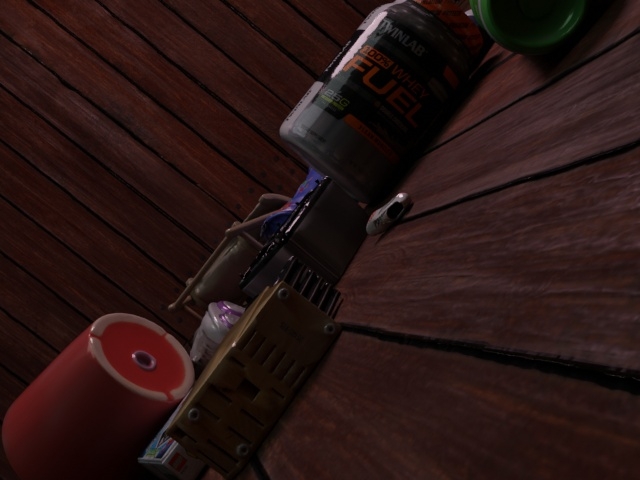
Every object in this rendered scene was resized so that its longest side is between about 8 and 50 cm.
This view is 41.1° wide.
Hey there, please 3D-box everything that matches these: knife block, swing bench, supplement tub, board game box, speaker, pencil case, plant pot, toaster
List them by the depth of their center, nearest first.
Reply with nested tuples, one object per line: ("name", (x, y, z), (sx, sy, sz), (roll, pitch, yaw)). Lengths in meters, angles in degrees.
("knife block", (-0.076, 0.140, 1.021), (0.275, 0.088, 0.242), (-53, 5, -19))
("speaker", (0.248, -0.299, 1.043), (0.131, 0.131, 0.296), (-50, 6, 18))
("board game box", (-0.169, 0.252, 1.221), (0.193, 0.053, 0.305), (-53, 5, -21))
("toaster", (-0.026, 0.019, 1.285), (0.168, 0.110, 0.185), (-47, 7, 45))
("plant pot", (-0.353, 0.273, 1.429), (0.243, 0.275, 0.275), (-51, 5, 22))
("supplement tub", (0.107, -0.247, 1.438), (0.338, 0.207, 0.207), (-52, 5, -1))
("pencil case", (-0.009, -0.068, 1.663), (0.133, 0.119, 0.306), (-40, 10, 35))
("swing bench", (-0.145, 0.052, 1.757), (0.253, 0.165, 0.254), (-49, 6, 31))

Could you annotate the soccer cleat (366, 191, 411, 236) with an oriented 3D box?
("soccer cleat", (0.087, -0.032, 1.125), (0.083, 0.029, 0.035), (-43, 5, 31))

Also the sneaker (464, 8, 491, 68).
("sneaker", (0.210, -0.321, 1.643), (0.282, 0.099, 0.153), (-40, 10, 49))

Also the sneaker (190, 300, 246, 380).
("sneaker", (-0.160, 0.184, 1.458), (0.305, 0.114, 0.152), (138, 156, -82))

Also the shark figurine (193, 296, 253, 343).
("shark figurine", (-0.188, 0.138, 1.934), (0.278, 0.116, 0.166), (-45, -36, -58))
